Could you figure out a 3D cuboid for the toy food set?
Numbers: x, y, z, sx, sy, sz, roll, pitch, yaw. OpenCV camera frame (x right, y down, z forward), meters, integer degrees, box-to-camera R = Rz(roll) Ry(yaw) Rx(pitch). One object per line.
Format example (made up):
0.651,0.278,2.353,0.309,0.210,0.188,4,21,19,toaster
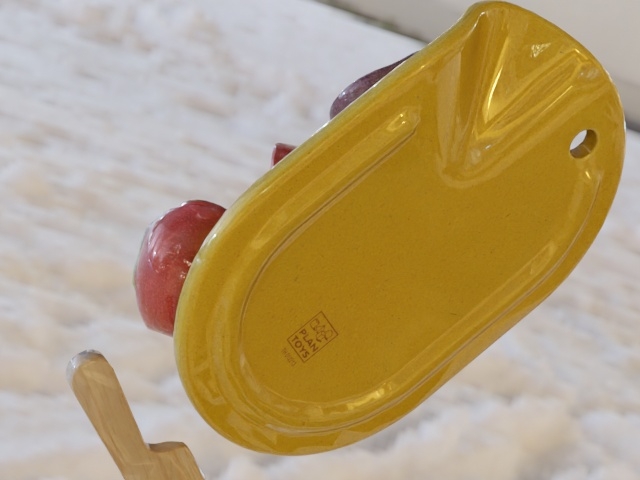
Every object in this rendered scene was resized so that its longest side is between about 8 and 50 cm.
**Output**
0.000,0.000,0.665,0.071,0.218,0.128,45,-9,46,toy food set
